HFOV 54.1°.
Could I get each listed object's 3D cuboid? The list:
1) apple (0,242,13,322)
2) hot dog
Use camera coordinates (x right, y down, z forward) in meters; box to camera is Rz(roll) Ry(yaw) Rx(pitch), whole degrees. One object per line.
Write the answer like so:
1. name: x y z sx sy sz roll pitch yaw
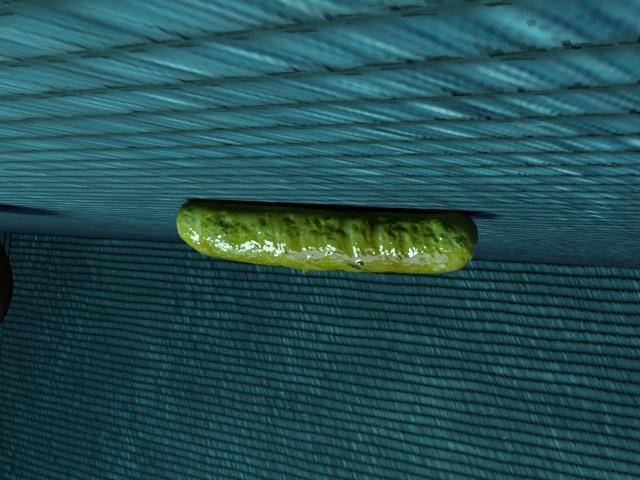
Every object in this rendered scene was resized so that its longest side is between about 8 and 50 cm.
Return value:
1. apple: -0.547 0.052 0.883 0.234 0.233 0.234 4 178 0
2. hot dog: 0.000 -0.004 0.585 0.286 0.061 0.088 2 166 20
